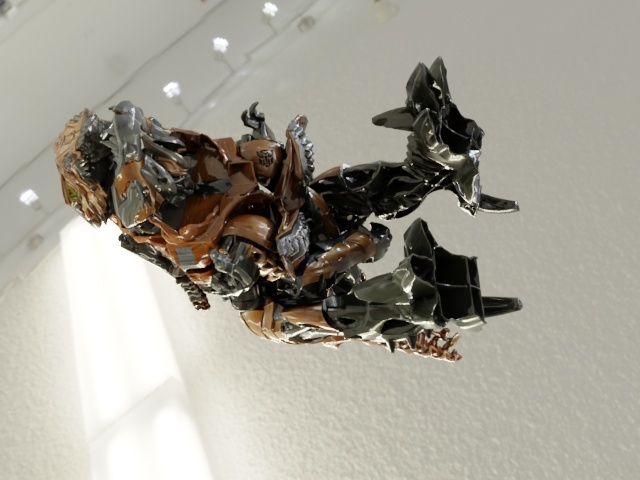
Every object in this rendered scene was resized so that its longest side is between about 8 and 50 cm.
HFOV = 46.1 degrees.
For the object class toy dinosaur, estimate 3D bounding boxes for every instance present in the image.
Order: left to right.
[{"bbox_3d":[0.000,0.000,0.484,0.218,0.322,0.164,-20,-109,35],"label":"toy dinosaur"}]
